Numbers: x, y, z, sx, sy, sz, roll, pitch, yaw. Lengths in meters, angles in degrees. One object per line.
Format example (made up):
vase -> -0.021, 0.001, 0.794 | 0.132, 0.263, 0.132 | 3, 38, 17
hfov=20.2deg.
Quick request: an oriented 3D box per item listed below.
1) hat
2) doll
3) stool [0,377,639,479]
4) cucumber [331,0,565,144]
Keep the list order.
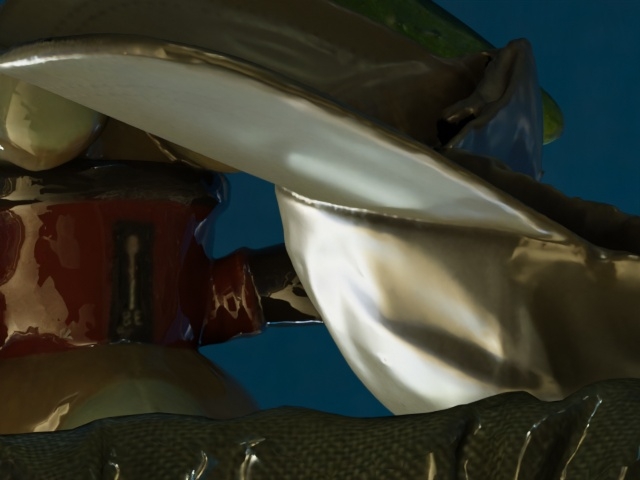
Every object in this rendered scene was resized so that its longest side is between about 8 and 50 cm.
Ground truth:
hat -> 0.000, 0.000, 0.476 | 0.173, 0.166, 0.144 | -1, -69, -7
doll -> -0.115, 0.058, 0.844 | 0.235, 0.174, 0.329 | 2, -94, -35
stool -> 0.002, 0.152, 0.267 | 0.310, 0.310, 0.226 | -4, -19, -3
cucumber -> 0.011, -0.113, 0.879 | 0.250, 0.056, 0.056 | 33, -64, -3
